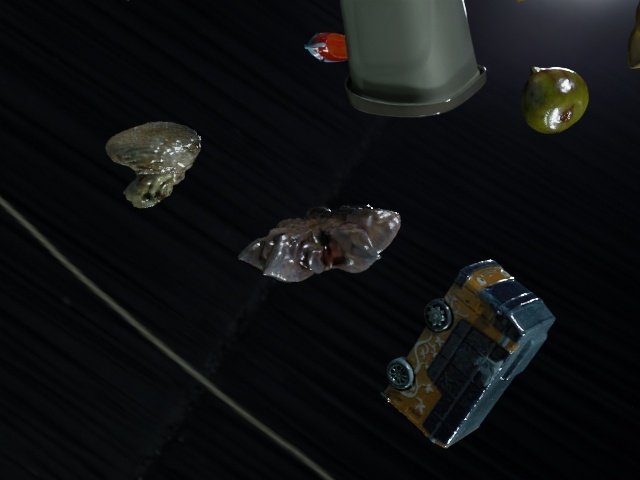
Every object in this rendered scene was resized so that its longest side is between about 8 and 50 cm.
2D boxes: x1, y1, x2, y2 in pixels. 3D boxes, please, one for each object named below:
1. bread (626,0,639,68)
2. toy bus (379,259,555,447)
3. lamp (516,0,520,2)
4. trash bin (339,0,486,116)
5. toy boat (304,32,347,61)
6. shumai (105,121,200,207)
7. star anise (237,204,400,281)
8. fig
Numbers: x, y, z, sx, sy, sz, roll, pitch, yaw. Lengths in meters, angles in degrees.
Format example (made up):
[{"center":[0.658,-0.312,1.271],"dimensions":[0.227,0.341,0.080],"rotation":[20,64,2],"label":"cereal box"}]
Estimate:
[{"center":[0.784,-0.494,1.748],"dimensions":[0.233,0.088,0.161],"rotation":[-65,-171,-22],"label":"bread"},{"center":[0.277,0.215,1.453],"dimensions":[0.162,0.194,0.323],"rotation":[-9,134,-51],"label":"toy bus"},{"center":[0.418,-0.571,1.533],"dimensions":[0.161,0.161,0.185],"rotation":[-58,-178,45],"label":"lamp"},{"center":[0.148,-0.367,1.320],"dimensions":[0.220,0.219,0.250],"rotation":[-45,129,-45],"label":"trash bin"},{"center":[0.021,-0.466,1.857],"dimensions":[0.173,0.059,0.069],"rotation":[-18,104,-57],"label":"toy boat"},{"center":[-0.353,-0.163,1.646],"dimensions":[0.161,0.210,0.152],"rotation":[-67,156,-61],"label":"shumai"},{"center":[0.000,0.005,1.444],"dimensions":[0.315,0.316,0.108],"rotation":[-50,132,-69],"label":"star anise"},{"center":[0.510,-0.334,1.705],"dimensions":[0.148,0.186,0.142],"rotation":[-19,154,-10],"label":"fig"}]
